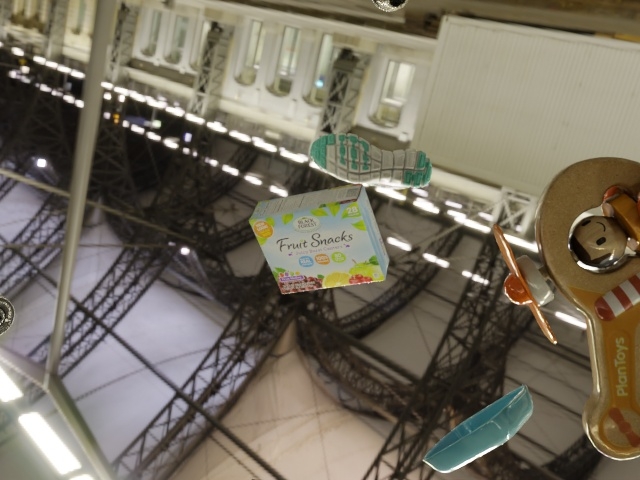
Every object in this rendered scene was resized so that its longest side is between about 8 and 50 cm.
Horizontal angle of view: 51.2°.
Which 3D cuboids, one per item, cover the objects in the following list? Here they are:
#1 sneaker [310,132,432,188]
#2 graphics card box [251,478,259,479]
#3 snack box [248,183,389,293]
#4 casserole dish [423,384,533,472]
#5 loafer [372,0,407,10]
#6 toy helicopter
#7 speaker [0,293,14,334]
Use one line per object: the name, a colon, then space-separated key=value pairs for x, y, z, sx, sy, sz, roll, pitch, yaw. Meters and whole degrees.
sneaker: x=0.060 y=-0.096 z=0.885 sx=0.166 sy=0.065 sz=0.076 roll=13 pitch=170 yaw=-18
graphics card box: x=-0.039 y=0.532 z=0.883 sx=0.232 sy=0.371 sz=0.094 roll=17 pitch=-171 yaw=1
snack box: x=0.000 y=0.000 z=1.205 sx=0.207 sy=0.175 sz=0.070 roll=-9 pitch=-148 yaw=20
casserole dish: x=0.216 y=0.259 z=0.902 sx=0.114 sy=0.188 sz=0.037 roll=-25 pitch=-109 yaw=-46
loafer: x=0.170 y=-0.528 z=1.203 sx=0.094 sy=0.251 sz=0.087 roll=9 pitch=-148 yaw=-16
toy helicopter: x=0.324 y=0.082 z=0.782 sx=0.234 sy=0.355 sz=0.140 roll=-5 pitch=-176 yaw=3
speaker: x=-0.439 y=0.074 z=0.844 sx=0.136 sy=0.055 sz=0.055 roll=22 pitch=-164 yaw=40
